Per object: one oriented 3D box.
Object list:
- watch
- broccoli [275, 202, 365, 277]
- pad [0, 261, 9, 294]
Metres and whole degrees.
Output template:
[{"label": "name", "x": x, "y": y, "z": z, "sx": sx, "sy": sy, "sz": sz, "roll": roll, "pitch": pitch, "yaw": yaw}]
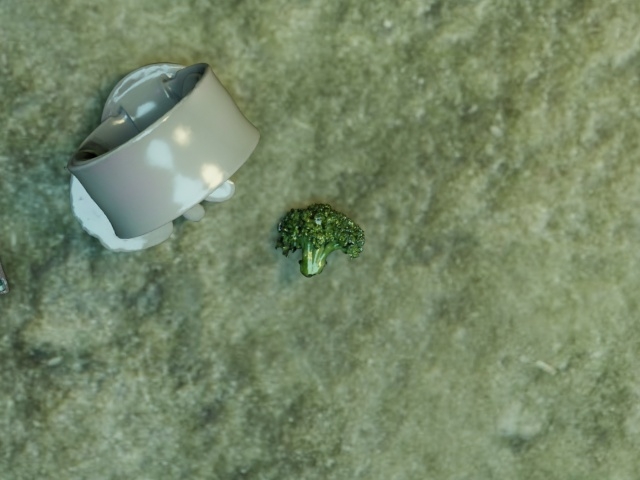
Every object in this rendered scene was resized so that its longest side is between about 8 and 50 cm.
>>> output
[{"label": "watch", "x": -0.186, "y": -0.078, "z": 1.823, "sx": 0.244, "sy": 0.231, "sz": 0.196, "roll": -36, "pitch": 110, "yaw": 3}, {"label": "broccoli", "x": 0.000, "y": 0.000, "z": 1.940, "sx": 0.097, "sy": 0.095, "sz": 0.092, "roll": 5, "pitch": 94, "yaw": -15}, {"label": "pad", "x": -0.486, "y": 0.032, "z": 1.947, "sx": 0.188, "sy": 0.006, "sz": 0.113, "roll": -13, "pitch": 109, "yaw": 0}]
